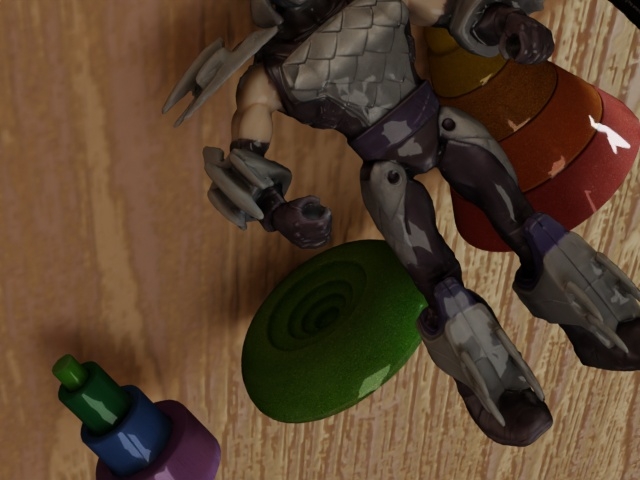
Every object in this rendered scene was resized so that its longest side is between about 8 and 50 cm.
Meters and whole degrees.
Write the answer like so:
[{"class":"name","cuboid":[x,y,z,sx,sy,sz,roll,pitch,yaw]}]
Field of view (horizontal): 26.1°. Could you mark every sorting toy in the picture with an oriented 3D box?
[{"class":"sorting toy","cuboid":[0.000,0.000,0.761,0.365,0.127,0.126,-39,120,0]}]

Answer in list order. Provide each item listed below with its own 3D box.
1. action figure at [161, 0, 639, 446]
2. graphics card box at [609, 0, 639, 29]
[{"class":"action figure","cuboid":[0.049,-0.040,0.661,0.185,0.099,0.285,-37,104,0]},{"class":"graphics card box","cuboid":[0.290,-0.220,0.622,0.094,0.233,0.371,16,119,-47]}]
